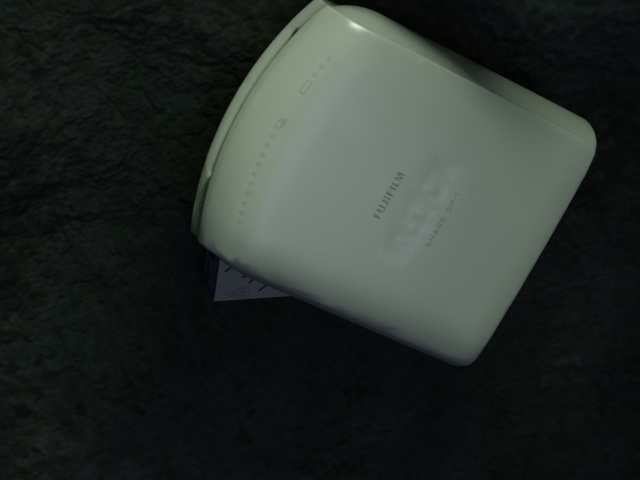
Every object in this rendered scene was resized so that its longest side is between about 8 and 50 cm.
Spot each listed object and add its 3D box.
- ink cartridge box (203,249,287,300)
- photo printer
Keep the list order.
[{"bbox_3d":[0.000,0.000,1.752,0.207,0.046,0.097,-3,130,-17],"label":"ink cartridge box"},{"bbox_3d":[0.055,-0.053,1.647,0.307,0.107,0.256,25,102,-25],"label":"photo printer"}]
